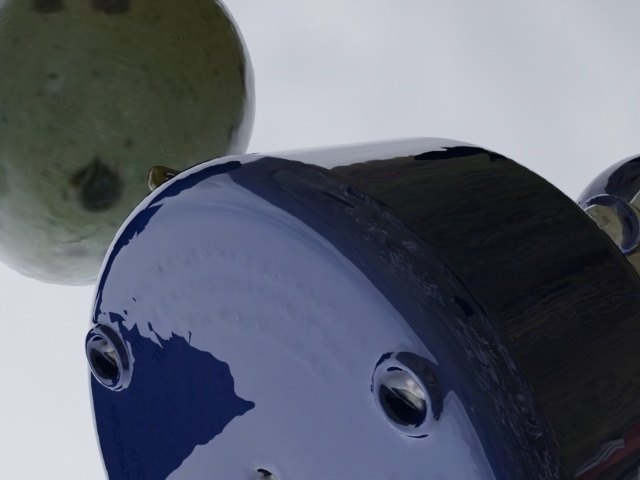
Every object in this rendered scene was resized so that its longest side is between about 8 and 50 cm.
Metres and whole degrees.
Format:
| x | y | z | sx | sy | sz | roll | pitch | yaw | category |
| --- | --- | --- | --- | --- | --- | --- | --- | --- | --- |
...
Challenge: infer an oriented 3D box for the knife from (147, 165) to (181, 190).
| x | y | z | sx | sy | sz | roll | pitch | yaw | category |
| --- | --- | --- | --- | --- | --- | --- | --- | --- | --- |
| 0.000 | 0.001 | 1.191 | 0.343 | 0.027 | 0.061 | 16 | -137 | -23 | knife |

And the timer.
| x | y | z | sx | sy | sz | roll | pitch | yaw | category |
| --- | --- | --- | --- | --- | --- | --- | --- | --- | --- |
| 0.110 | 0.053 | 0.635 | 0.383 | 0.270 | 0.270 | -21 | -113 | -41 | timer |

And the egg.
| x | y | z | sx | sy | sz | roll | pitch | yaw | category |
| --- | --- | --- | --- | --- | --- | --- | --- | --- | --- |
| -0.246 | -0.138 | 1.433 | 0.345 | 0.345 | 0.428 | 25 | -138 | -20 | egg |
